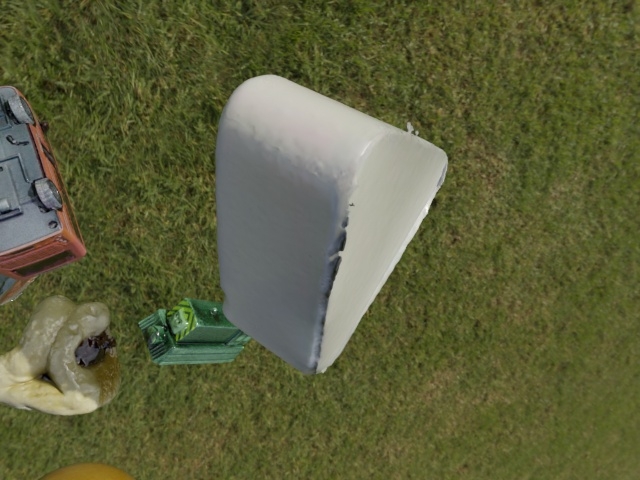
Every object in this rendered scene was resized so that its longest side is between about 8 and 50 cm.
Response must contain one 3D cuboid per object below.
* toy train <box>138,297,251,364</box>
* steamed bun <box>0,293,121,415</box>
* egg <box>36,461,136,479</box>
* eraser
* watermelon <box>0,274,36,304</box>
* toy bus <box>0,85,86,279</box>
[{"bbox_3d":[-0.300,0.231,1.162,0.178,0.138,0.330,-39,153,14],"label":"toy train"},{"bbox_3d":[-0.390,0.164,0.673,0.172,0.141,0.155,14,89,-2],"label":"steamed bun"},{"bbox_3d":[-0.371,0.512,0.664,0.250,0.322,0.250,-12,155,-6],"label":"egg"},{"bbox_3d":[0.000,0.000,0.508,0.331,0.150,0.331,-50,156,-31],"label":"eraser"},{"bbox_3d":[-0.927,0.063,1.382,0.305,0.224,0.180,-41,151,-3],"label":"watermelon"},{"bbox_3d":[-0.720,-0.136,1.039,0.203,0.426,0.233,-22,162,-15],"label":"toy bus"}]
